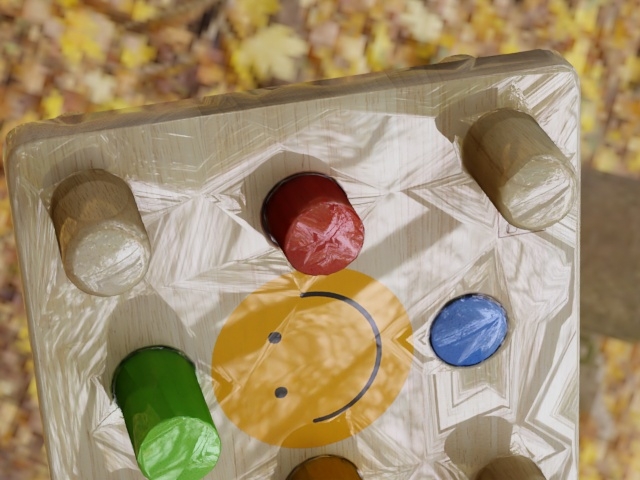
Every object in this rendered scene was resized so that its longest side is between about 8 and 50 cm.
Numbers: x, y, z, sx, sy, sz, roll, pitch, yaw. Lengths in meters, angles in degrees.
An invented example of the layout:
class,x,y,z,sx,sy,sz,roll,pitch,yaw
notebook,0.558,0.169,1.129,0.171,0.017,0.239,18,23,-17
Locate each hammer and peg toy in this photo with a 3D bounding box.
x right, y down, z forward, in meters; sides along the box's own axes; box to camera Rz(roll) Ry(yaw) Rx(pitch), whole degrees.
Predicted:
class,x,y,z,sx,sy,sz,roll,pitch,yaw
hammer and peg toy,0.000,0.000,0.840,0.266,0.127,0.361,-8,118,-11
